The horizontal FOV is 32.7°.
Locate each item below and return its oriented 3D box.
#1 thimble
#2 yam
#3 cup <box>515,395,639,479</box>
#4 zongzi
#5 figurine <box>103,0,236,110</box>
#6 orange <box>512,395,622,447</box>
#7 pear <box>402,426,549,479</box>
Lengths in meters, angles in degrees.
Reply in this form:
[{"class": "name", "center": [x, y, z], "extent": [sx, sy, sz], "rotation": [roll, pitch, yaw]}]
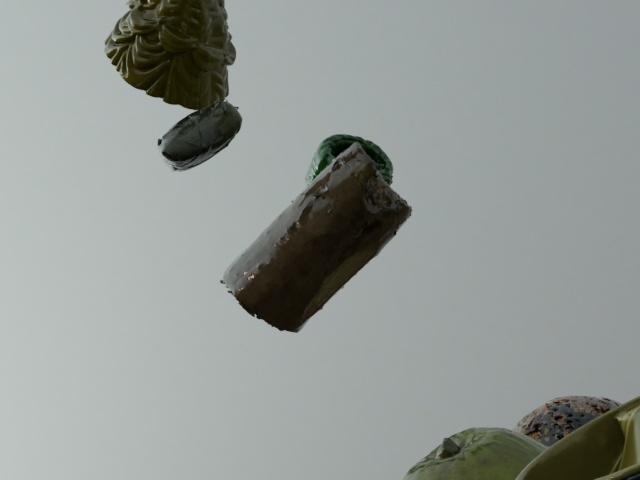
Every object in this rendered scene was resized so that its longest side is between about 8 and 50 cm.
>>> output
[{"class": "thimble", "center": [0.047, -0.103, 1.702], "extent": [0.130, 0.118, 0.090], "rotation": [26, -53, -1]}, {"class": "yam", "center": [-0.001, -0.001, 1.334], "extent": [0.238, 0.129, 0.128], "rotation": [-46, -29, 7]}, {"class": "cup", "center": [0.186, 0.140, 0.451], "extent": [0.131, 0.155, 0.176], "rotation": [-25, -3, -34]}, {"class": "zongzi", "center": [-0.132, -0.122, 1.226], "extent": [0.055, 0.109, 0.119], "rotation": [55, -6, -4]}, {"class": "figurine", "center": [-0.152, -0.349, 1.367], "extent": [0.167, 0.187, 0.315], "rotation": [10, -54, -20]}, {"class": "orange", "center": [0.285, 0.268, 1.098], "extent": [0.234, 0.234, 0.182], "rotation": [25, -62, -23]}, {"class": "pear", "center": [0.139, 0.250, 0.695], "extent": [0.212, 0.269, 0.212], "rotation": [-23, -2, -1]}]
